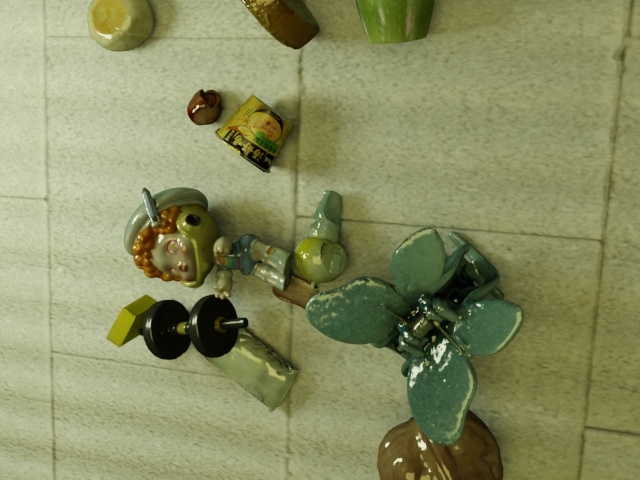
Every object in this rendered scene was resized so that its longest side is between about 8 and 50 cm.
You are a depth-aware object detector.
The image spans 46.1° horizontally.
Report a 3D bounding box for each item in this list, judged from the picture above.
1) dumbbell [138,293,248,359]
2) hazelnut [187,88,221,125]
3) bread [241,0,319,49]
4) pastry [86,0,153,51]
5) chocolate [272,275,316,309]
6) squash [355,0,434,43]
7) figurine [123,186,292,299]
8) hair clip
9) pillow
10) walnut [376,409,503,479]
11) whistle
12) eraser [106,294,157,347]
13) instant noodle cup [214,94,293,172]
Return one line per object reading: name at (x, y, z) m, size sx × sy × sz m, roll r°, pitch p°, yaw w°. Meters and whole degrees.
dumbbell at (-0.298, 0.201, 1.734) m, size 0.325 × 0.143 × 0.143 m, roll -8°, pitch 96°, yaw 33°
hazelnut at (-0.263, -0.302, 1.707) m, size 0.086 × 0.086 × 0.087 m, roll 3°, pitch 99°, yaw 17°
bread at (-0.099, -0.495, 1.543) m, size 0.070 × 0.236 × 0.236 m, roll -37°, pitch 87°, yaw 19°
pastry at (-0.463, -0.511, 1.725) m, size 0.156 × 0.092 × 0.157 m, roll 0°, pitch 91°, yaw 15°
chocolate at (-0.058, 0.115, 1.730) m, size 0.100 × 0.031 × 0.065 m, roll 21°, pitch 86°, yaw 9°
squash at (0.152, -0.464, 1.513) m, size 0.170 × 0.170 × 0.123 m, roll 1°, pitch 111°, yaw 17°
figurine at (-0.243, 0.022, 1.692) m, size 0.381 × 0.205 × 0.225 m, roll 25°, pitch 136°, yaw 2°
hair clip at (0.224, 0.151, 1.538) m, size 0.392 × 0.238 × 0.318 m, roll 42°, pitch 107°, yaw 9°
pillow at (-0.165, 0.291, 1.780) m, size 0.229 × 0.051 × 0.128 m, roll 38°, pitch 104°, yaw 10°
walnut at (0.252, 0.480, 1.580) m, size 0.273 × 0.227 × 0.273 m, roll 8°, pitch 125°, yaw 11°
whistle at (0.000, 0.000, 1.661) m, size 0.122 × 0.123 × 0.223 m, roll 8°, pitch 86°, yaw 16°
eraser at (-0.452, 0.193, 1.814) m, size 0.045 × 0.122 × 0.097 m, roll 33°, pitch 107°, yaw 7°
instant noodle cup at (-0.138, -0.237, 1.648) m, size 0.151 × 0.151 × 0.122 m, roll 39°, pitch 95°, yaw 8°
